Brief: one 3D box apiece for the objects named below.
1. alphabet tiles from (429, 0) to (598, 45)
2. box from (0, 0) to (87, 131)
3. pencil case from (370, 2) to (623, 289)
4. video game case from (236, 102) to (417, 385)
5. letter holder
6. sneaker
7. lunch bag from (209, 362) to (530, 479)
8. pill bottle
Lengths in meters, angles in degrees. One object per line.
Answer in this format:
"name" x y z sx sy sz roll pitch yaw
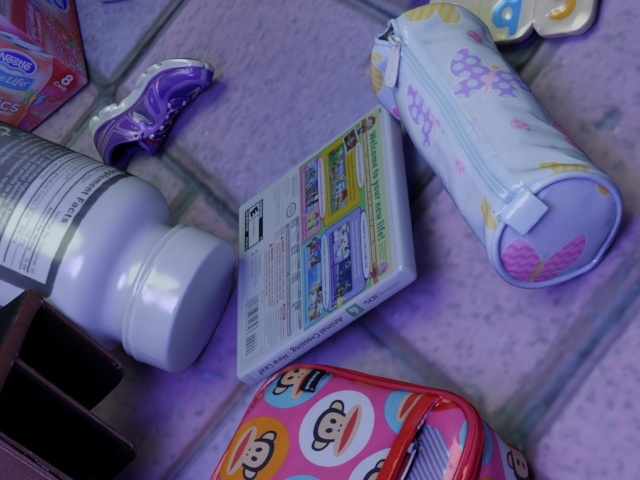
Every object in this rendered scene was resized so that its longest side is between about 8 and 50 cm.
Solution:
"alphabet tiles" 0.194 -0.300 1.275 0.284 0.021 0.278 -2 66 36
"box" -0.398 -0.282 1.704 0.142 0.154 0.300 -35 44 18
"pencil case" 0.134 -0.083 1.123 0.113 0.124 0.273 -35 45 7
"video game case" 0.000 0.000 1.225 0.193 0.023 0.212 -35 37 29
"letter holder" -0.289 0.219 1.245 0.302 0.214 0.152 -33 28 33
"sneaker" -0.172 -0.131 1.484 0.170 0.068 0.071 -36 59 29
"lunch bag" 0.022 0.245 1.008 0.258 0.120 0.293 8 64 40
"pill bottle" -0.247 0.003 1.286 0.318 0.176 0.176 23 77 14
